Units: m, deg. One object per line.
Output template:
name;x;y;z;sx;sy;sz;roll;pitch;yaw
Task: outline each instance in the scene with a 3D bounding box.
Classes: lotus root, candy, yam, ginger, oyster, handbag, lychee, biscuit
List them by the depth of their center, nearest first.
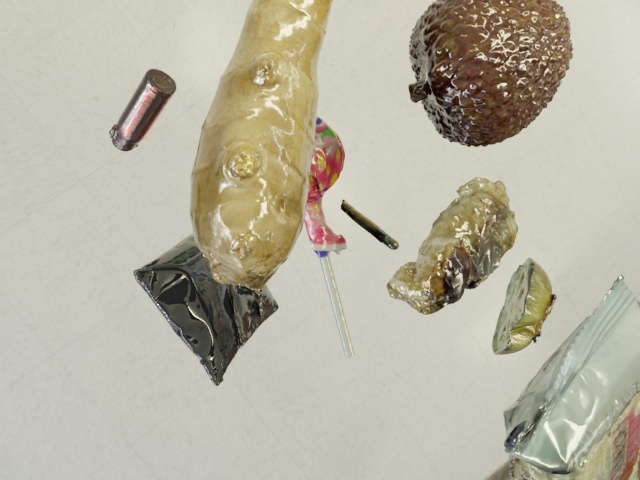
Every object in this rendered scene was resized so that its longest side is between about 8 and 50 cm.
biscuit;0.236;0.199;0.621;0.186;0.079;0.309;-40;136;-25
yam;0.051;-0.017;0.724;0.014;0.107;0.014;-17;126;-25
ginger;-0.047;-0.130;0.773;0.166;0.236;0.375;22;76;15
lychee;0.188;-0.203;0.775;0.194;0.194;0.194;-2;98;-14
candy;0.000;0.000;0.950;0.124;0.124;0.365;-18;103;-11
oyster;0.208;0.022;0.979;0.232;0.107;0.161;-34;113;-15
handbag;-0.168;0.085;1.073;0.088;0.254;0.211;-28;100;27
lotus root;0.418;0.144;1.352;0.078;0.183;0.204;20;61;5

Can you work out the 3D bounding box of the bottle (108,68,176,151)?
bottle;-0.309;-0.217;1.145;0.060;0.060;0.164;34;129;-16
